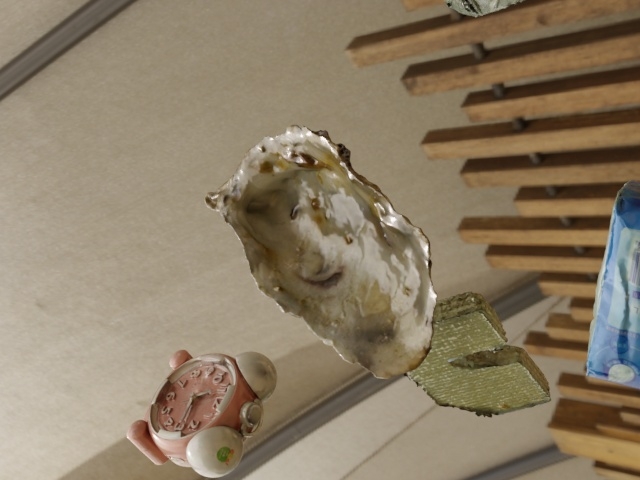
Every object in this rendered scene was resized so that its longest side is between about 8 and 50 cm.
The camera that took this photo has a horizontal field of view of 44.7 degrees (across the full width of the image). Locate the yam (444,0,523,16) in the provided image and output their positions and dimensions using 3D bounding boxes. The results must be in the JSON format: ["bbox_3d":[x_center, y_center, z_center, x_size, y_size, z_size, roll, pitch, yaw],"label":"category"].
[{"bbox_3d":[0.065,-0.214,0.383,0.183,0.107,0.107,45,-119,-34],"label":"yam"}]

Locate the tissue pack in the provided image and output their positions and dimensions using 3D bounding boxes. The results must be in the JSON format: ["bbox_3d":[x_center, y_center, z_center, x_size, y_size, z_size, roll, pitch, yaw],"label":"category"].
[{"bbox_3d":[0.415,0.060,0.764,0.146,0.263,0.198,-30,-53,-59],"label":"tissue pack"}]

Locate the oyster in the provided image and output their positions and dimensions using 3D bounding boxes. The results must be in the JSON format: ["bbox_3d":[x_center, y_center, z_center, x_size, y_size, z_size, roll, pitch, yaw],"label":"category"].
[{"bbox_3d":[0.001,-0.028,0.892,0.111,0.396,0.204,-5,-54,-46],"label":"oyster"}]

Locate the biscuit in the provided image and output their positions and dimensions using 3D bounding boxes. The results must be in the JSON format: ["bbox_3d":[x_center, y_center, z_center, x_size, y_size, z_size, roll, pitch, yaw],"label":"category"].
[{"bbox_3d":[0.189,0.156,1.001,0.250,0.147,0.046,46,-147,-38],"label":"biscuit"}]

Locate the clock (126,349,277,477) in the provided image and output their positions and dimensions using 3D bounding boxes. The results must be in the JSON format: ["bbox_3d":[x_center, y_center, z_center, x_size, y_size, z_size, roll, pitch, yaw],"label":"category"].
[{"bbox_3d":[-0.136,0.216,0.974,0.093,0.162,0.166,55,-133,-32],"label":"clock"}]
